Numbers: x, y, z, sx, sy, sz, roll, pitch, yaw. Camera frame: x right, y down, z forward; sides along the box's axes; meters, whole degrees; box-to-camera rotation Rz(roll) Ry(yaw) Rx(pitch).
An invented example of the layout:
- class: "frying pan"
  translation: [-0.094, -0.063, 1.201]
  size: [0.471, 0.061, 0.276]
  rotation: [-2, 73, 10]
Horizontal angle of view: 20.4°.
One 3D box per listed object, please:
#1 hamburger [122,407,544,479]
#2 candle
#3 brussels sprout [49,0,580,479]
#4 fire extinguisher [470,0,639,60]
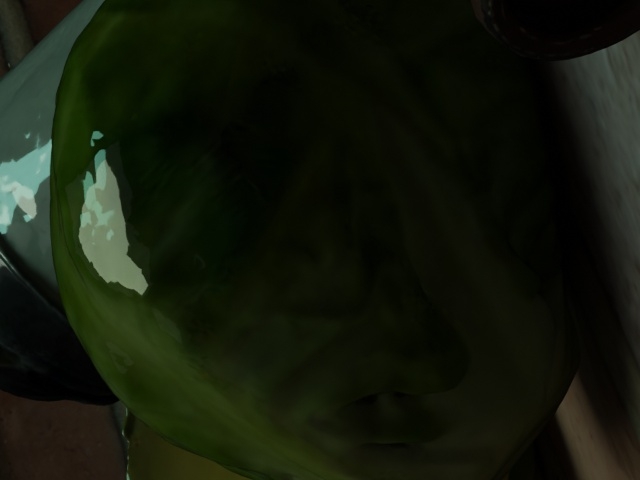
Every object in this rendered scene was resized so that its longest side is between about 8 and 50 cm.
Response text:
- class: "hamburger"
  translation: [0.009, 0.128, 0.984]
  size: [0.149, 0.237, 0.237]
  rotation: [47, -160, -60]
- class: "candle"
  translation: [-0.092, -0.060, 1.112]
  size: [0.221, 0.342, 0.221]
  rotation: [39, -152, -26]
- class: "brussels sprout"
  translation: [0.000, 0.000, 0.769]
  size: [0.271, 0.219, 0.210]
  rotation: [52, 162, 2]
- class: "fire extinguisher"
  translation: [0.051, -0.154, 0.579]
  size: [0.099, 0.071, 0.231]
  rotation: [38, -157, -48]
